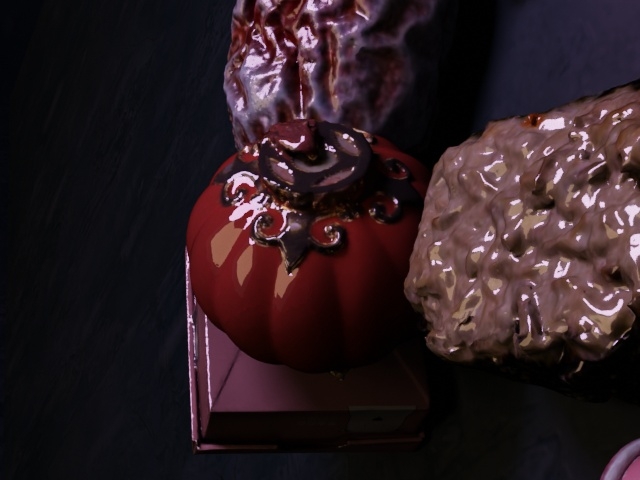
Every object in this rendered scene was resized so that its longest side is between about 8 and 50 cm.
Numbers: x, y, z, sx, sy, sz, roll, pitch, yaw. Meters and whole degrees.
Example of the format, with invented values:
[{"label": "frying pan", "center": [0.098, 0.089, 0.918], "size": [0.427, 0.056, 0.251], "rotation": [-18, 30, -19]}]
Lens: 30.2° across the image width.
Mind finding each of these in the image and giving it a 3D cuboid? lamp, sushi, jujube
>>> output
[{"label": "lamp", "center": [0.000, 0.000, 0.978], "size": [0.227, 0.226, 0.227], "rotation": [-36, 49, 57]}, {"label": "sushi", "center": [0.186, 0.006, 0.771], "size": [0.350, 0.170, 0.211], "rotation": [-11, 69, 63]}, {"label": "jujube", "center": [0.023, -0.199, 1.144], "size": [0.226, 0.226, 0.317], "rotation": [-150, 68, -64]}]

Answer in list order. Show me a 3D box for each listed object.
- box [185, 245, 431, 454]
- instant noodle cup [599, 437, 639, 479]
[{"label": "box", "center": [-0.015, 0.088, 1.104], "size": [0.086, 0.215, 0.215], "rotation": [108, 159, -56]}, {"label": "instant noodle cup", "center": [0.281, 0.126, 0.493], "size": [0.255, 0.244, 0.244], "rotation": [-47, 39, 37]}]
